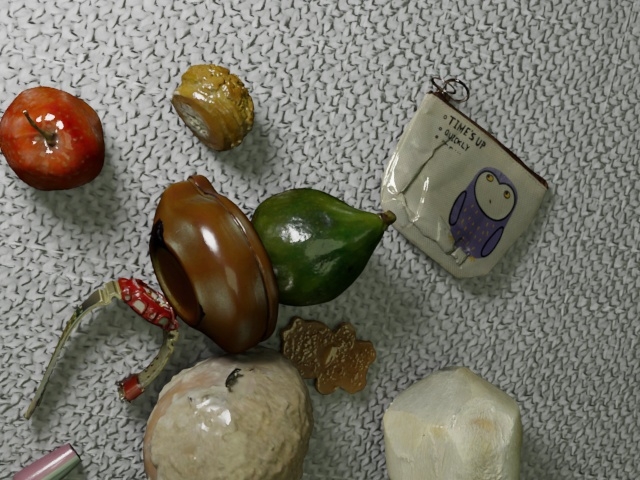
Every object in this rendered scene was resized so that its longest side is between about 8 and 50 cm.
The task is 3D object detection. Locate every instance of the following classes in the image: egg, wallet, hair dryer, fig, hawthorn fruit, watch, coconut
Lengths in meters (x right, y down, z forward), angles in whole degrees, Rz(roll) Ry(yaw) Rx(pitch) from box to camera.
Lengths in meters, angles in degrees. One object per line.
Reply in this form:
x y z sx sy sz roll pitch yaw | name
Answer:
-0.143 0.312 1.398 0.310 0.279 0.279 -38 109 -24 | egg
0.252 -0.095 1.580 0.335 0.068 0.275 37 82 -22 | wallet
-0.416 0.412 1.429 0.106 0.054 0.154 -31 117 -18 | hair dryer
0.000 0.000 1.419 0.245 0.195 0.195 -21 109 28 | fig
-0.383 -0.142 1.270 0.163 0.203 0.162 -3 102 -17 | hawthorn fruit
-0.337 0.187 1.403 0.165 0.102 0.268 28 96 -23 | watch
0.230 0.341 1.550 0.245 0.245 0.247 -9 100 -19 | coconut

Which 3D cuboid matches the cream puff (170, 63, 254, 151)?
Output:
-0.162 -0.214 1.385 0.103 0.126 0.144 -51 120 -23 | cream puff

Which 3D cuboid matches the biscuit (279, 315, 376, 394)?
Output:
0.010 0.205 1.557 0.184 0.027 0.133 8 96 -19 | biscuit

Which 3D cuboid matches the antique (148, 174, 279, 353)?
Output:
-0.170 0.039 1.356 0.129 0.223 0.278 -23 77 -29 | antique
